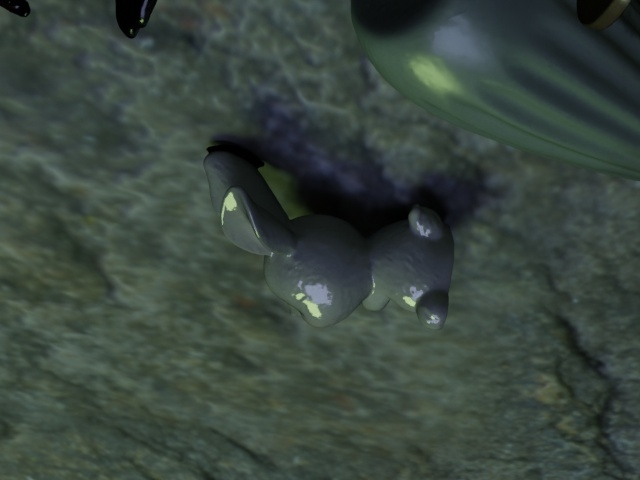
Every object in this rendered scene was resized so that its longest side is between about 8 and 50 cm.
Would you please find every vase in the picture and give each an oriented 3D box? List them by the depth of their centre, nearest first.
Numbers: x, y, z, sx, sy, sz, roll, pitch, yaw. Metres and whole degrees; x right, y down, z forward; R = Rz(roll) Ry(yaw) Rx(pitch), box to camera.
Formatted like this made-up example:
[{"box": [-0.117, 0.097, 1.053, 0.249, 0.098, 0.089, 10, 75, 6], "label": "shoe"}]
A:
[{"box": [0.134, -0.106, 0.965, 0.248, 0.128, 0.128, 26, 143, -38], "label": "vase"}]

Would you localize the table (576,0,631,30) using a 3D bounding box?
[{"box": [0.056, -0.215, 0.788, 0.227, 0.167, 0.167, 19, 145, -4], "label": "table"}]

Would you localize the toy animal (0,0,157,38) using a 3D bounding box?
[{"box": [-0.153, -0.220, 0.905, 0.218, 0.116, 0.179, 39, 113, 3], "label": "toy animal"}]

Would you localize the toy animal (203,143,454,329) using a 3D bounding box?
[{"box": [0.000, 0.000, 1.193, 0.182, 0.131, 0.127, 6, 114, -9], "label": "toy animal"}]
